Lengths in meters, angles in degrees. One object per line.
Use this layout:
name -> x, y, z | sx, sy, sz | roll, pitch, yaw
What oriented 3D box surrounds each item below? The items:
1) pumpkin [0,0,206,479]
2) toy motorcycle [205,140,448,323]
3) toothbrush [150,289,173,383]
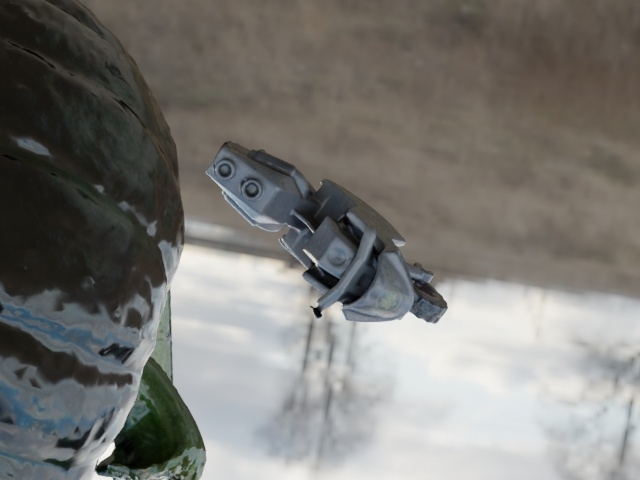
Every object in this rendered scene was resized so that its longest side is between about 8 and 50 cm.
pumpkin -> -0.138, 0.028, 0.688 | 0.248, 0.248, 0.248 | 10, 180, 0
toy motorcycle -> 0.000, 0.000, 1.488 | 0.215, 0.080, 0.122 | 37, -169, 6
toothbrush -> -0.073, 0.145, 0.894 | 0.028, 0.294, 0.026 | 11, -156, 36
